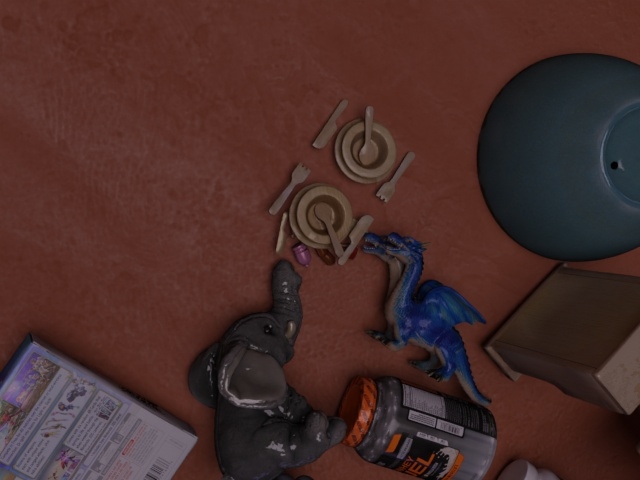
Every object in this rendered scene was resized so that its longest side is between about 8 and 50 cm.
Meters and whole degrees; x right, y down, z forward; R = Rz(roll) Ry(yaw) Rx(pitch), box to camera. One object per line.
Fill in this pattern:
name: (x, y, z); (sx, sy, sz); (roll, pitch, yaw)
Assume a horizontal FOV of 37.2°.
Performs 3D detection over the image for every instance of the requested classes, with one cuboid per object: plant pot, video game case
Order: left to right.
video game case: (-0.327, 0.287, 1.161); (0.244, 0.061, 0.269); (36, 85, -23)
plant pot: (0.375, -0.109, 1.236); (0.290, 0.195, 0.290); (-1, 93, -12)

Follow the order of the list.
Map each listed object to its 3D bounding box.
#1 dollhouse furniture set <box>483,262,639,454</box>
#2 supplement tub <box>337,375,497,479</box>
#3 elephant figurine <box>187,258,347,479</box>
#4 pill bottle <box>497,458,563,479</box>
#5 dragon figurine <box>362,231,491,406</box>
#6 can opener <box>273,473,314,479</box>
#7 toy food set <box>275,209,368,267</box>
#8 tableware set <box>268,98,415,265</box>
dollhouse furniture set: (0.442, 0.236, 1.244); (0.362, 0.256, 0.394); (-45, 106, -12)
supplement tub: (0.124, 0.248, 1.245); (0.191, 0.117, 0.117); (19, 89, -12)
elephant figurine: (-0.085, 0.172, 1.193); (0.169, 0.186, 0.239); (-26, 88, 24)
pill bottle: (0.318, 0.371, 1.311); (0.152, 0.086, 0.086); (39, 85, -11)
dragon figurine: (0.159, 0.105, 1.259); (0.289, 0.085, 0.144); (36, 86, -11)
can opener: (-0.086, 0.420, 1.203); (0.074, 0.093, 0.280); (19, 106, -47)
toy food set: (0.000, 0.000, 1.253); (0.122, 0.019, 0.077); (11, 92, -20)
tableware set: (0.035, -0.075, 1.229); (0.128, 0.039, 0.194); (36, 77, -12)
